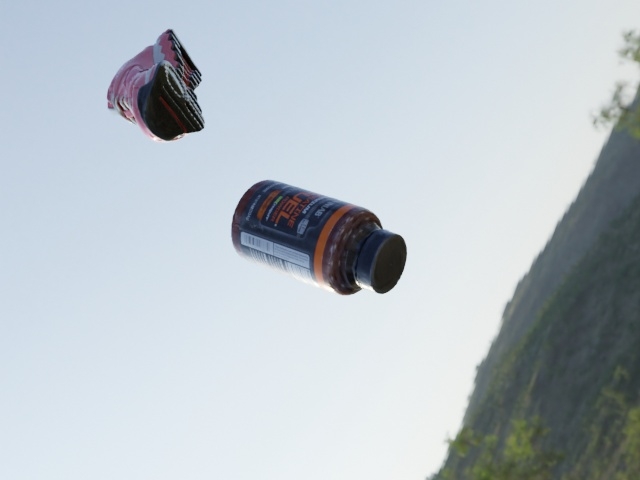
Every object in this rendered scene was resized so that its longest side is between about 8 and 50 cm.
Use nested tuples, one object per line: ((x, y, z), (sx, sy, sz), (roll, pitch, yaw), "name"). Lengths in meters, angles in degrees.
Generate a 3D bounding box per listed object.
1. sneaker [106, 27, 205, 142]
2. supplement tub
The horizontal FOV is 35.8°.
((-0.255, -0.205, 1.471), (0.116, 0.136, 0.314), (57, -168, -25), "sneaker")
((0.000, 0.000, 1.135), (0.106, 0.198, 0.106), (-29, -53, -46), "supplement tub")
